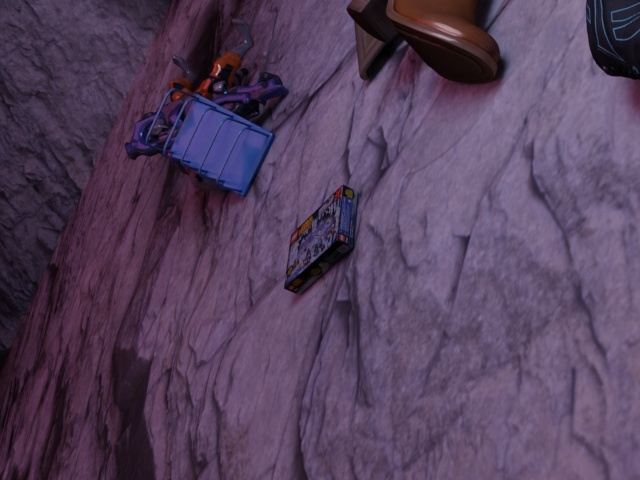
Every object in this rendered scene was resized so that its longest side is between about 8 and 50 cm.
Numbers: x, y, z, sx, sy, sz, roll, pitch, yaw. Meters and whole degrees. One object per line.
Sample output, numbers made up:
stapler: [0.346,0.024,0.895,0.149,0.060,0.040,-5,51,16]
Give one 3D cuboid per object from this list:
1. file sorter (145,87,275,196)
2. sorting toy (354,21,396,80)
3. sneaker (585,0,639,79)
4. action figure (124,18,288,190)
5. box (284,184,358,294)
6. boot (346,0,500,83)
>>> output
file sorter: [-0.190,-0.167,1.775,0.170,0.104,0.118,29,98,23]
sorting toy: [0.111,-0.397,1.534,0.229,0.041,0.307,-55,24,36]
sneaker: [0.283,-0.170,0.867,0.267,0.101,0.106,-93,13,-48]
action figure: [-0.174,-0.239,1.942,0.341,0.178,0.330,-12,58,28]
box: [0.000,0.000,1.393,0.137,0.027,0.094,-44,30,44]
boot: [0.172,-0.311,1.245,0.220,0.109,0.283,-48,32,1]
